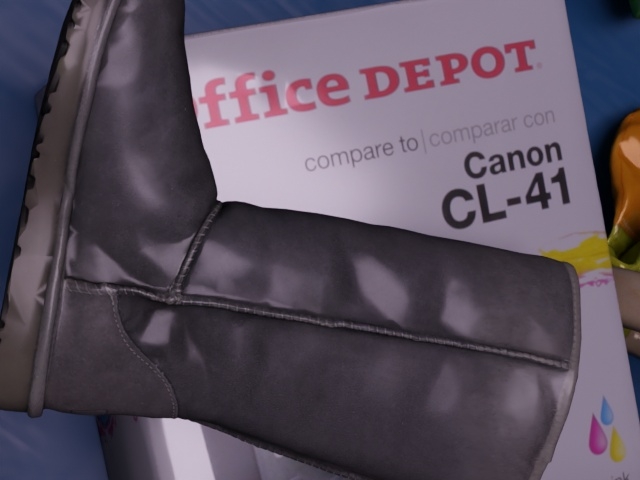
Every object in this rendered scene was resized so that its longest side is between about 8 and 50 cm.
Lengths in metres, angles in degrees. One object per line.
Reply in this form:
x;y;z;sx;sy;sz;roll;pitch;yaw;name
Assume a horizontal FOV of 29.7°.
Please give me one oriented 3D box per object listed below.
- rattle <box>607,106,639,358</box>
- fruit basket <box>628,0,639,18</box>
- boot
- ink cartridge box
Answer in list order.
0.211;0.012;0.582;0.130;0.199;0.143;41;76;-16;rattle
0.338;-0.217;0.616;0.392;0.283;0.392;3;74;-10;fruit basket
0.000;-0.001;0.434;0.208;0.076;0.190;11;101;-11;boot
0.014;0.055;0.547;0.226;0.131;0.306;-13;96;-20;ink cartridge box
